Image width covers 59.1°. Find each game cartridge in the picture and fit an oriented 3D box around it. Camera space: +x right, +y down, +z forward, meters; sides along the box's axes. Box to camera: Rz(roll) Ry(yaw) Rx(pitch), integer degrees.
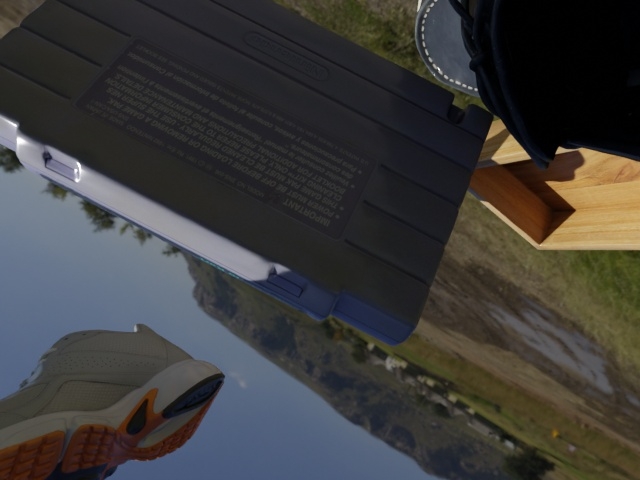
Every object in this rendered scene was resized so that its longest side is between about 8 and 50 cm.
[{"bbox_3d":[-0.057,-0.090,0.444,0.355,0.230,0.068,28,154,0],"label":"game cartridge"}]

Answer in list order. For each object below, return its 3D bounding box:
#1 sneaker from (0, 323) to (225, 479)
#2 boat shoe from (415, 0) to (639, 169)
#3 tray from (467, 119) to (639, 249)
[{"bbox_3d":[-0.196,0.128,0.426,0.121,0.099,0.262,33,-165,22],"label":"sneaker"},{"bbox_3d":[0.175,-0.152,0.403,0.187,0.156,0.500,61,174,-24],"label":"boat shoe"},{"bbox_3d":[0.339,-0.072,0.598,0.203,0.076,0.411,35,166,-21],"label":"tray"}]
